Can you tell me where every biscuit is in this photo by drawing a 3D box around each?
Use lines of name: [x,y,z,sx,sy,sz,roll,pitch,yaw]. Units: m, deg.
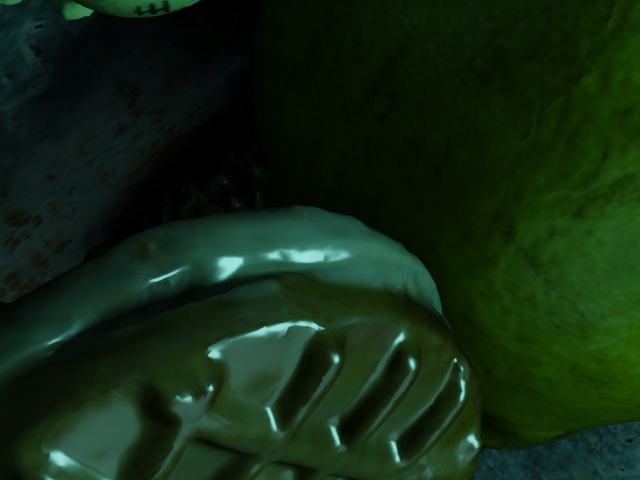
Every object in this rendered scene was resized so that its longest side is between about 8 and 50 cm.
biscuit: [-0.072,0.122,0.826,0.332,0.103,0.332,-25,145,-19]

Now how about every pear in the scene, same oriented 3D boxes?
pear: [0.146,-0.090,0.963,0.352,0.352,0.413,-18,142,-53]

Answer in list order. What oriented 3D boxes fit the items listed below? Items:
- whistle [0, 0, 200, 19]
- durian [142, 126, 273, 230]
whistle: [-0.020,-0.185,0.775,0.288,0.106,0.131,-38,171,-7]
durian: [-0.008,-0.009,1.174,0.249,0.138,0.183,-41,-157,-6]
